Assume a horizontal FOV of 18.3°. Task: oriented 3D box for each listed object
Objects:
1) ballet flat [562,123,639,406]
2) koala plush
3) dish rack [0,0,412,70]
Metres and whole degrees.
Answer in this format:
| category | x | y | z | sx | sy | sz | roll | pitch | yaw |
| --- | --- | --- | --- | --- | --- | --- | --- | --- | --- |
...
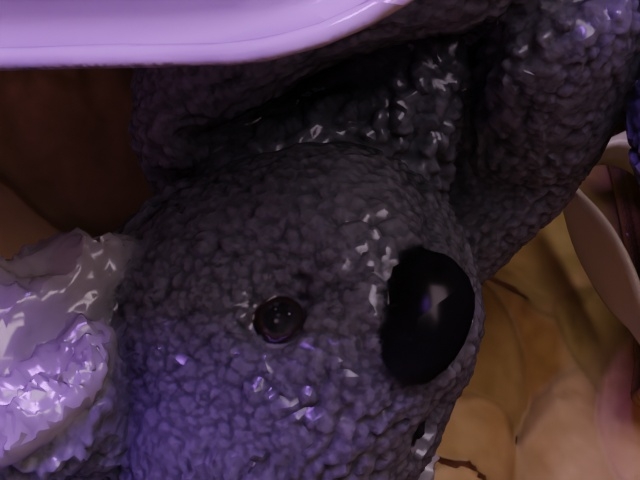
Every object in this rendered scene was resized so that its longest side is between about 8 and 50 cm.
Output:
| category | x | y | z | sx | sy | sz | roll | pitch | yaw |
| --- | --- | --- | --- | --- | --- | --- | --- | --- | --- |
| ballet flat | 0.114 | -0.046 | 0.700 | 0.073 | 0.080 | 0.232 | -6 | 65 | -15 |
| koala plush | 0.000 | 0.000 | 0.566 | 0.196 | 0.203 | 0.221 | 33 | 68 | -33 |
| dish rack | -0.088 | -0.163 | 0.520 | 0.285 | 0.333 | 0.072 | -67 | 146 | -36 |
